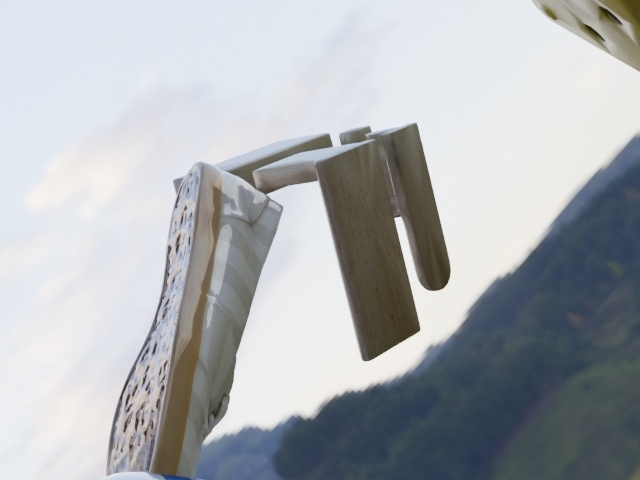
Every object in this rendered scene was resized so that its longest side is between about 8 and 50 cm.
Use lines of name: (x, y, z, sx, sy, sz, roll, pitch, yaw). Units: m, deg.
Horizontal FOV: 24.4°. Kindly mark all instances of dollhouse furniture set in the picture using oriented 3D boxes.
dollhouse furniture set: (0.000, 0.000, 0.967, 0.151, 0.123, 0.144, -7, 11, 39)

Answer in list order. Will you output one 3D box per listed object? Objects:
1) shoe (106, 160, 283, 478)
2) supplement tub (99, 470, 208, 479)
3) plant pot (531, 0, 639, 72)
shoe: (-0.063, 0.056, 0.800, 0.076, 0.058, 0.219, -38, 36, 52)
supplement tub: (0.013, 0.157, 0.480, 0.144, 0.199, 0.144, -170, 90, -76)
plant pot: (0.199, -0.211, 0.845, 0.187, 0.212, 0.212, -49, -47, 1)
